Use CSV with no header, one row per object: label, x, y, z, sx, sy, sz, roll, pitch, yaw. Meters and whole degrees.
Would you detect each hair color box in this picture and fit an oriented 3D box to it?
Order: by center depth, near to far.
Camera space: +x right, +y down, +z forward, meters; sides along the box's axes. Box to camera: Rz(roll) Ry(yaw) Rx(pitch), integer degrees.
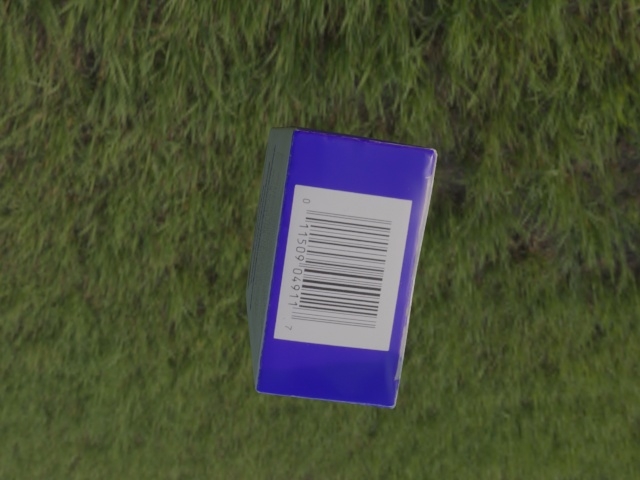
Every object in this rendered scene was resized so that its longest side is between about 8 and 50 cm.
hair color box,0.000,0.000,0.718,0.110,0.185,0.339,8,-173,-9
